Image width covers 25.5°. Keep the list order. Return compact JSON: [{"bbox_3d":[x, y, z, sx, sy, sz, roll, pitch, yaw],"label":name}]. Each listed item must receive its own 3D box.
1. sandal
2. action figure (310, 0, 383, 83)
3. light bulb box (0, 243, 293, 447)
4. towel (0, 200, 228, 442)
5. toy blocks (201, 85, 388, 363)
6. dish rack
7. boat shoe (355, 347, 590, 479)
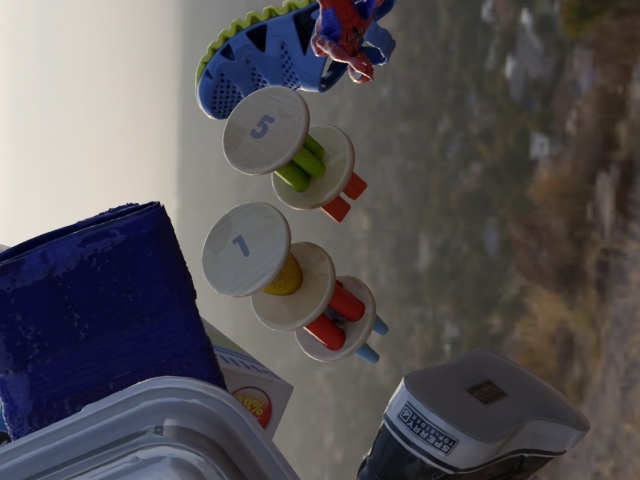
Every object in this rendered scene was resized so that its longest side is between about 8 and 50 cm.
[{"bbox_3d":[-0.025,-0.250,1.886,0.126,0.317,0.138,39,-157,-58],"label":"sandal"},{"bbox_3d":[0.022,-0.279,1.486,0.139,0.091,0.280,28,147,50],"label":"action figure"},{"bbox_3d":[-0.291,0.175,1.716,0.361,0.358,0.225,30,100,55],"label":"light bulb box"},{"bbox_3d":[-0.218,0.130,1.438,0.076,0.227,0.308,-125,16,-73],"label":"towel"},{"bbox_3d":[0.000,0.000,0.791,0.148,0.054,0.123,40,-127,-52],"label":"toy blocks"},{"bbox_3d":[-0.139,0.256,0.904,0.285,0.332,0.072,57,-159,-23],"label":"dish rack"},{"bbox_3d":[0.121,0.162,1.110,0.105,0.113,0.306,-57,-19,15],"label":"boat shoe"}]
